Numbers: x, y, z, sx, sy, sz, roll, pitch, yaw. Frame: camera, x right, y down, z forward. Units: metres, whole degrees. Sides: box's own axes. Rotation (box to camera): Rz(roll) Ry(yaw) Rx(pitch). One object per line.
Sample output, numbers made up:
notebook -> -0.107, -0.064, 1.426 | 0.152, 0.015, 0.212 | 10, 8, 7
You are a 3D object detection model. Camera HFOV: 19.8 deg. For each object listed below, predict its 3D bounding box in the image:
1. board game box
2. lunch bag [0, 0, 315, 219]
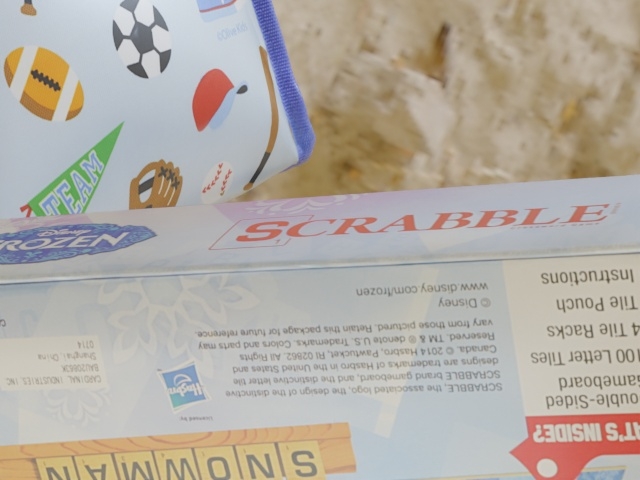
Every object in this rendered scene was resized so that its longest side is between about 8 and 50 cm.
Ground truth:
board game box -> -0.021, 0.146, 0.581 | 0.066, 0.318, 0.318 | -45, 129, -61
lunch bag -> -0.209, -0.167, 1.078 | 0.328, 0.239, 0.386 | -28, 104, -48
